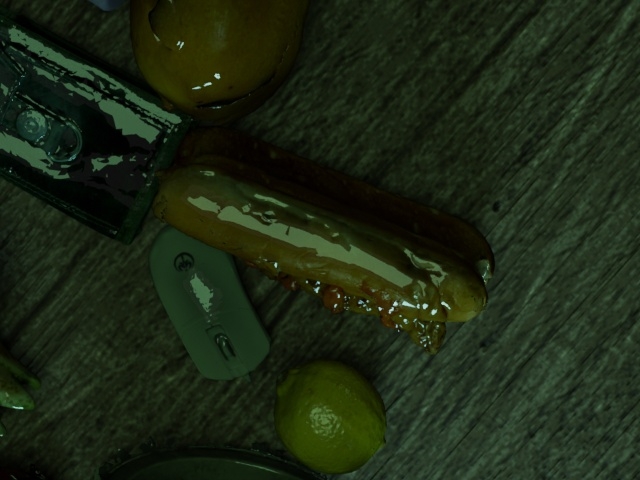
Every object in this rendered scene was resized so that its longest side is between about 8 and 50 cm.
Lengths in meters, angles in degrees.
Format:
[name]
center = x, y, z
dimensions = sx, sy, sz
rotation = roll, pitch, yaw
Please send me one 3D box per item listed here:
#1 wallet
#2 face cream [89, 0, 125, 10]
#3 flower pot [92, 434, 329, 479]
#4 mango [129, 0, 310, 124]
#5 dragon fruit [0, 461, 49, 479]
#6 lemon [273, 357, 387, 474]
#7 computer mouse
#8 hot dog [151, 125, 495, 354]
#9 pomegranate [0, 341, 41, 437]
[wallet]
center = -0.260, -0.114, 1.824
dimensions = 0.236, 0.055, 0.160
rotation = 29, 105, 0
[face cream]
center = -0.294, -0.336, 1.782
dimensions = 0.274, 0.096, 0.154
rotation = 34, 118, 8
[flower pot]
center = -0.103, 0.364, 1.780
dimensions = 0.290, 0.290, 0.259
rotation = 13, 111, 3
[mango]
center = -0.089, -0.255, 1.727
dimensions = 0.201, 0.152, 0.287
rotation = 11, 104, -30
[dragon fruit]
center = -0.304, 0.331, 1.856
dimensions = 0.125, 0.125, 0.246
rotation = -20, 110, -6
[lemon]
center = 0.007, 0.175, 1.807
dimensions = 0.133, 0.109, 0.109
rotation = 37, 99, -11
[computer mouse]
center = -0.114, 0.067, 1.832
dimensions = 0.089, 0.056, 0.182
rotation = -24, 95, 12
[hot dog]
center = 0.000, 0.000, 1.768
dimensions = 0.349, 0.158, 0.117
rotation = 21, 117, -1
[pomegranate]
center = -0.402, 0.070, 1.793
dimensions = 0.236, 0.236, 0.302
rotation = -43, 123, 8
